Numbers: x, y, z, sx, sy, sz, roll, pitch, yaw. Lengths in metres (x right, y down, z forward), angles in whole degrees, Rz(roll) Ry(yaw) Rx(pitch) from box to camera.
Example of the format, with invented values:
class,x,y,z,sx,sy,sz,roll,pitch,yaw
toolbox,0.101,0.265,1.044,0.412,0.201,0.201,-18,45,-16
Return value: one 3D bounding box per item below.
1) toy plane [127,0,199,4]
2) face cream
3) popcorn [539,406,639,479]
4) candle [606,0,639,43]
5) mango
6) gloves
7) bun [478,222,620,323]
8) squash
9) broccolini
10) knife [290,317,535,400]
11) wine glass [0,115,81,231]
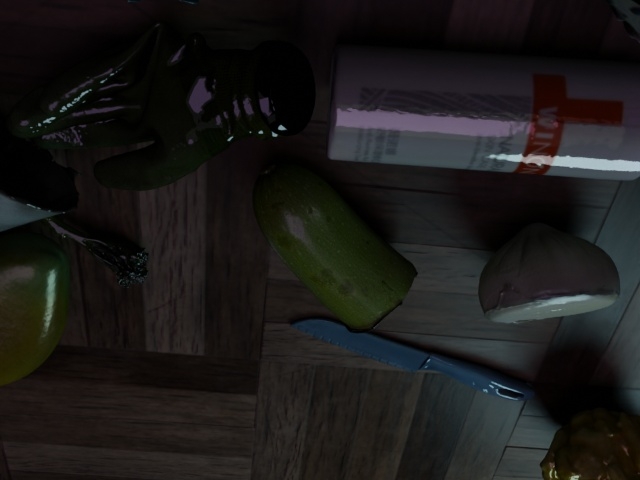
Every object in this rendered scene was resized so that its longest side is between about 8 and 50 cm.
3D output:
class,x,y,z,sx,sy,sz,roll,pitch,yaw
toy plane,-0.205,-0.212,0.571,0.235,0.096,0.060,-3,135,-20
face cream,0.179,-0.104,0.649,0.346,0.102,0.102,4,130,-1
popcorn,0.345,0.290,0.941,0.140,0.163,0.194,4,162,28
candle,0.211,-0.251,0.472,0.330,0.187,0.187,36,121,-23
mango,-0.324,0.069,0.805,0.130,0.092,0.194,33,118,-22
gloves,-0.133,-0.110,0.642,0.268,0.107,0.135,-4,110,19
bun,0.222,0.028,0.768,0.138,0.094,0.138,-4,163,-1
squash,0.000,0.000,0.750,0.095,0.095,0.188,-33,119,25
broccolini,-0.265,-0.018,0.770,0.218,0.044,0.042,33,163,-20
knife,0.112,0.140,0.911,0.313,0.019,0.044,20,130,-13
wine glass,-0.337,0.008,0.675,0.156,0.156,0.232,35,104,-25
